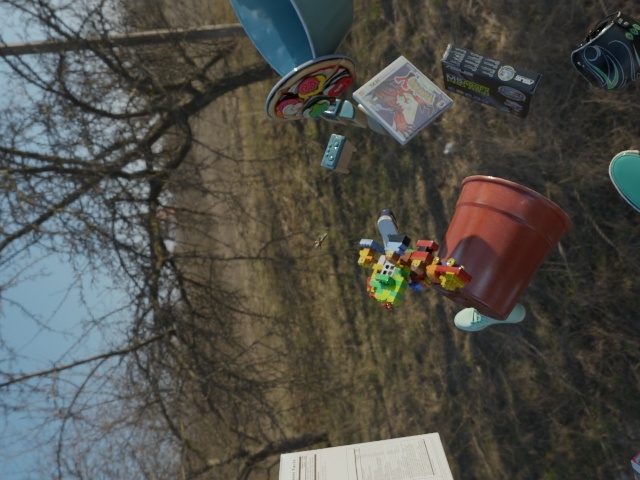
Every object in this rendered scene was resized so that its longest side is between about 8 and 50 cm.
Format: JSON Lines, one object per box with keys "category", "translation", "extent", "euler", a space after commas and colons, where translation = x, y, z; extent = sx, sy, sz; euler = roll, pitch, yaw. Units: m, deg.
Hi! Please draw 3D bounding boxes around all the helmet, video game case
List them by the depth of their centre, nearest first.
{"category": "helmet", "translation": [0.724, -0.455, 1.235], "extent": [0.161, 0.169, 0.169], "euler": [43, 169, -7]}
{"category": "video game case", "translation": [0.220, -0.379, 1.352], "extent": [0.201, 0.183, 0.023], "euler": [48, 171, 14]}

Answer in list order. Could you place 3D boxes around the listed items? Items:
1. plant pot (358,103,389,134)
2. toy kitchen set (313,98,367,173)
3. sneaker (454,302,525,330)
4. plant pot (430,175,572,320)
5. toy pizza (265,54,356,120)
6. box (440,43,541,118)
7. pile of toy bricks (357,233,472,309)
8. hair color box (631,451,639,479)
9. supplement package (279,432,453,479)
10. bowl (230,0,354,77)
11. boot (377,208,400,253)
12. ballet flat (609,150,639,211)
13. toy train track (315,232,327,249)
{"category": "plant pot", "translation": [0.202, -0.397, 1.588], "extent": [0.109, 0.109, 0.096], "euler": [49, -170, -45]}
{"category": "toy kitchen set", "translation": [-0.015, -0.271, 1.229], "extent": [0.207, 0.122, 0.166], "euler": [22, 92, 39]}
{"category": "sneaker", "translation": [0.520, 0.229, 1.662], "extent": [0.256, 0.151, 0.094], "euler": [-23, 50, 47]}
{"category": "plant pot", "translation": [0.402, 0.029, 1.199], "extent": [0.265, 0.273, 0.272], "euler": [-60, 12, -7]}
{"category": "toy pizza", "translation": [-0.015, -0.290, 0.998], "extent": [0.032, 0.201, 0.201], "euler": [63, 163, 10]}
{"category": "box", "translation": [0.494, -0.464, 1.480], "extent": [0.060, 0.270, 0.216], "euler": [-64, -17, 3]}
{"category": "pile of toy bricks", "translation": [0.122, 0.063, 0.812], "extent": [0.212, 0.118, 0.105], "euler": [4, 65, 56]}
{"category": "hair color box", "translation": [0.889, 0.624, 1.279], "extent": [0.093, 0.053, 0.167], "euler": [62, 167, -26]}
{"category": "supplement package", "translation": [0.080, 0.454, 0.771], "extent": [0.198, 0.263, 0.199], "euler": [-93, -6, -69]}
{"category": "bowl", "translation": [-0.049, -0.494, 1.032], "extent": [0.311, 0.163, 0.311], "euler": [48, 169, 13]}
{"category": "boot", "translation": [0.236, -0.007, 1.620], "extent": [0.086, 0.069, 0.189], "euler": [-64, -40, -60]}
{"category": "ballet flat", "translation": [0.923, -0.091, 1.268], "extent": [0.400, 0.139, 0.139], "euler": [47, 149, 35]}
{"category": "toy train track", "translation": [0.000, 0.000, 1.601], "extent": [0.083, 0.014, 0.048], "euler": [-52, -37, -54]}
